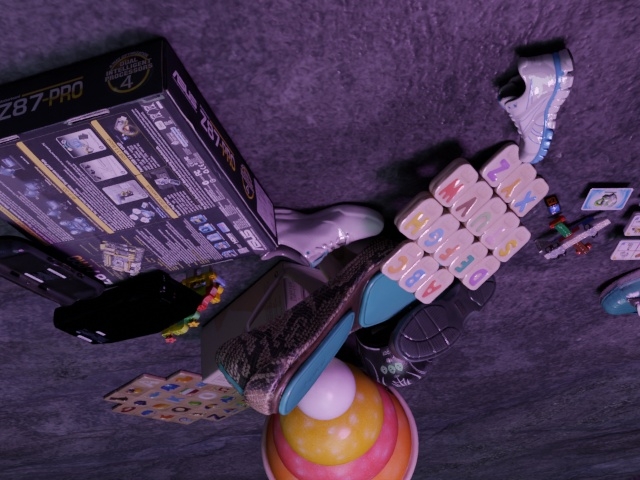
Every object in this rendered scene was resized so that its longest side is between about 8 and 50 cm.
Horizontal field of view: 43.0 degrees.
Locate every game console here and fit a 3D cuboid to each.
[{"bbox_3d":[-0.355,0.071,1.229,0.213,0.044,0.361,-18,149,20],"label":"game console"}]

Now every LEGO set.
[{"bbox_3d":[0.482,-0.040,1.396,0.244,0.060,0.182,-1,137,-11],"label":"LEGO set"}]

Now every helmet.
[{"bbox_3d":[0.152,0.212,1.636,0.169,0.169,0.161,-16,131,16],"label":"helmet"}]

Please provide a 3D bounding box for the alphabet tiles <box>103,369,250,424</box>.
[{"bbox_3d":[-0.330,0.385,1.968,0.342,0.011,0.285,22,140,-39],"label":"alphabet tiles"}]

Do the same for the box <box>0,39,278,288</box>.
[{"bbox_3d":[-0.269,-0.075,1.118,0.318,0.097,0.395,-15,149,11],"label":"box"}]

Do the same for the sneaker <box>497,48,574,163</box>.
[{"bbox_3d":[0.275,-0.178,1.087,0.082,0.071,0.191,0,141,1],"label":"sneaker"}]

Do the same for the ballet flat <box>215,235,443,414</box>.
[{"bbox_3d":[0.020,0.092,1.325,0.483,0.182,0.164,-34,150,-39],"label":"ballet flat"}]

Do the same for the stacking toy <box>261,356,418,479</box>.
[{"bbox_3d":[0.031,0.356,1.638,0.350,0.351,0.480,-7,152,0],"label":"stacking toy"}]

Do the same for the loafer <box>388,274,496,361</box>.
[{"bbox_3d":[0.213,0.137,1.471,0.267,0.096,0.084,-34,-174,-32],"label":"loafer"}]

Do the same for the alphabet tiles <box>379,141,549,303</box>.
[{"bbox_3d":[0.230,-0.018,1.271,0.278,0.021,0.284,-43,140,10],"label":"alphabet tiles"}]

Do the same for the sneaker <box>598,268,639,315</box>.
[{"bbox_3d":[0.709,0.110,1.595,0.302,0.121,0.108,-17,148,18],"label":"sneaker"}]

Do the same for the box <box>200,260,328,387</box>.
[{"bbox_3d":[-0.095,0.171,1.541,0.148,0.121,0.311,15,143,-34],"label":"box"}]

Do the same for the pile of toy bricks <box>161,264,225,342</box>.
[{"bbox_3d":[-0.262,0.129,1.453,0.212,0.105,0.118,-17,148,17],"label":"pile of toy bricks"}]

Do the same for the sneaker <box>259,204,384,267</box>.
[{"bbox_3d":[0.000,0.000,1.297,0.212,0.094,0.080,-3,148,-6],"label":"sneaker"}]
